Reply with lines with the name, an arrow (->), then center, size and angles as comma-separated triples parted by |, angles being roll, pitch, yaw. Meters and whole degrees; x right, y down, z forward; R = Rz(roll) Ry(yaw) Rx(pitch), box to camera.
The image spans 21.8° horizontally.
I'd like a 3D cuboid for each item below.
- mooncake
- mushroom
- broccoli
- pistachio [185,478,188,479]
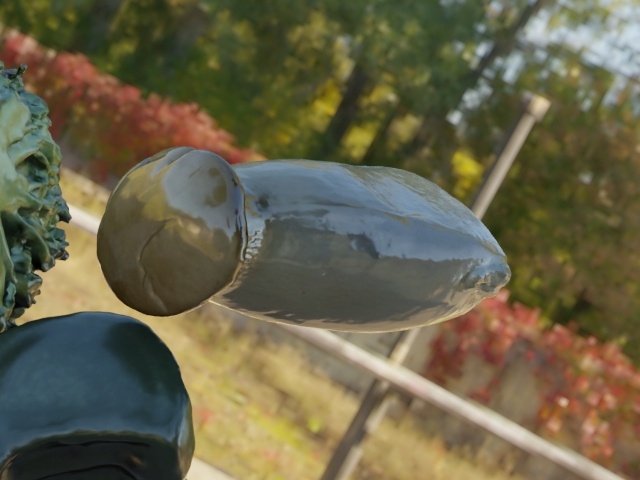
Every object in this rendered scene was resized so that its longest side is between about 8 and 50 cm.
mooncake -> -0.175, 0.135, 1.184 | 0.175, 0.104, 0.168 | 14, 40, 16
mushroom -> 0.006, 0.007, 1.304 | 0.407, 0.137, 0.154 | -1, 50, -52
broccoli -> -0.320, -0.040, 1.249 | 0.180, 0.242, 0.273 | -7, -8, 19
pistachio -> -0.155, 0.225, 1.341 | 0.149, 0.113, 0.113 | 47, 14, 34
